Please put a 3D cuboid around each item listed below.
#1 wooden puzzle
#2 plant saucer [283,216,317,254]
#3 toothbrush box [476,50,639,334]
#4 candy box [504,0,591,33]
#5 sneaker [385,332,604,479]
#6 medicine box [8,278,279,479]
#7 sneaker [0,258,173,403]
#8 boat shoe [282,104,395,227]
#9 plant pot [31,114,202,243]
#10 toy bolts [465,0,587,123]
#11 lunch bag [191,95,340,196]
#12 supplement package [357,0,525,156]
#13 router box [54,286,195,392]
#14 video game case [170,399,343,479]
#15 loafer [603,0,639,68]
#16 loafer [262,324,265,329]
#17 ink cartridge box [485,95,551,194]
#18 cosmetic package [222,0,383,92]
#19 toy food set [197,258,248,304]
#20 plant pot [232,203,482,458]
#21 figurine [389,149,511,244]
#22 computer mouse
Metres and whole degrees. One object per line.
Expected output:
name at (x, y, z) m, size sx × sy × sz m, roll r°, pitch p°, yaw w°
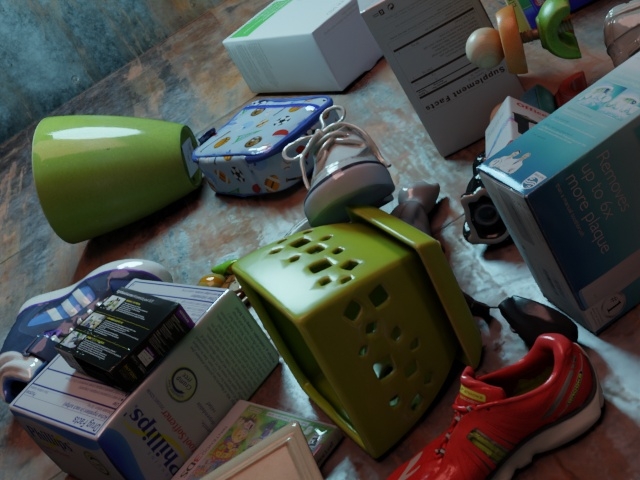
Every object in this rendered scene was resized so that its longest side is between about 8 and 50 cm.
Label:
wooden puzzle at (-0.082, 0.342, 1.180) m, size 0.221 × 0.044 × 0.239 m, roll -32°, pitch 38°, yaw 2°
plant saucer at (0.000, 0.000, 1.698) m, size 0.198 × 0.036 × 0.199 m, roll -25°, pitch 29°, yaw 15°
toothbrush box at (0.368, -0.071, 1.221) m, size 0.295 × 0.216 × 0.126 m, roll -35°, pitch 27°, yaw -6°
candy box at (0.453, -0.576, 1.906) m, size 0.317 × 0.268 × 0.122 m, roll -25°, pitch 24°, yaw 18°
sneaker at (0.165, 0.194, 1.105) m, size 0.279 × 0.118 × 0.107 m, roll -36°, pitch 26°, yaw -5°
medicine box at (-0.255, 0.207, 1.504) m, size 0.263 × 0.149 × 0.289 m, roll 3°, pitch 44°, yaw 49°
sneaker at (-0.405, 0.178, 1.765) m, size 0.322 × 0.130 × 0.236 m, roll -18°, pitch 40°, yaw 18°
boat shoe at (0.028, -0.114, 1.487) m, size 0.135 × 0.157 × 0.367 m, roll -26°, pitch -3°, yaw 9°
plant pot at (-0.409, -0.153, 2.185) m, size 0.293 × 0.275 × 0.275 m, roll -10°, pitch 32°, yaw 11°
toy bolts at (0.317, -0.267, 1.590) m, size 0.158 × 0.229 × 0.218 m, roll -14°, pitch 26°, yaw 15°
lunch bag at (-0.103, -0.197, 2.055) m, size 0.243 × 0.115 × 0.303 m, roll -44°, pitch 30°, yaw -25°
supplement package at (0.204, -0.324, 1.729) m, size 0.175 × 0.293 × 0.178 m, roll -27°, pitch 28°, yaw 13°
router box at (-0.271, 0.132, 1.430) m, size 0.133 × 0.046 × 0.178 m, roll -45°, pitch 30°, yaw -24°
video game case at (-0.098, 0.295, 1.327) m, size 0.212 × 0.023 × 0.193 m, roll 4°, pitch 45°, yaw 50°
loafer at (0.590, -0.335, 1.562) m, size 0.319 × 0.112 × 0.112 m, roll -18°, pitch 66°, yaw 26°
loafer at (-0.050, 0.100, 1.587) m, size 0.039 × 0.045 × 0.125 m, roll -27°, pitch 15°, yaw 50°
ink cartridge box at (0.300, -0.113, 1.444) m, size 0.175 × 0.127 × 0.072 m, roll -79°, pitch 13°, yaw -54°
cosmetic package at (-0.029, -0.445, 2.336) m, size 0.197 × 0.155 × 0.365 m, roll -44°, pitch 28°, yaw -25°
toy food set at (-0.159, 0.080, 1.732) m, size 0.132 × 0.039 × 0.192 m, roll -12°, pitch 34°, yaw 36°
plant pot at (0.056, 0.092, 1.289) m, size 0.207 × 0.227 × 0.228 m, roll -33°, pitch 27°, yaw -12°
figurine at (0.191, -0.055, 1.544) m, size 0.214 × 0.092 × 0.209 m, roll -21°, pitch 21°, yaw 23°
computer mouse at (0.218, 0.094, 1.277) m, size 0.242 × 0.071 × 0.041 m, roll 13°, pitch 67°, yaw 57°
